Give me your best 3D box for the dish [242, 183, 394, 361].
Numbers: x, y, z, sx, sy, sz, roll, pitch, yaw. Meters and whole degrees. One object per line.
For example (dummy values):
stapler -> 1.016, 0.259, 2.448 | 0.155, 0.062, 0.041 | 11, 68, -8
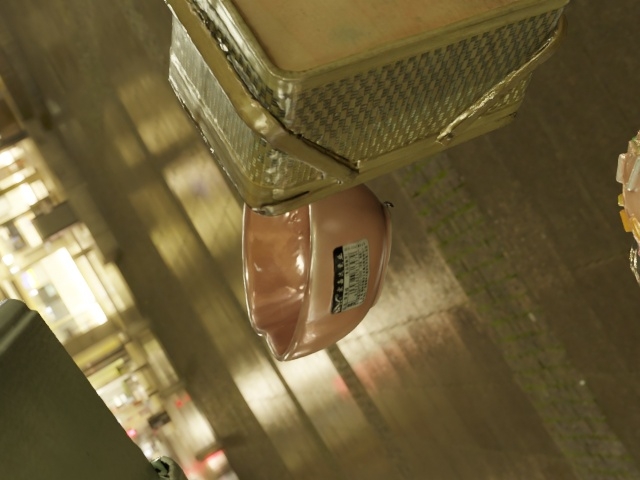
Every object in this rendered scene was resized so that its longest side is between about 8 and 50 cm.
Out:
dish -> 0.000, 0.000, 0.890 | 0.213, 0.091, 0.213 | -179, 90, -71

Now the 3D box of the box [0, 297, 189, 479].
box -> -0.202, 0.157, 0.582 | 0.182, 0.175, 0.312 | 61, -178, -9

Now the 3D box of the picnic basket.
picnic basket -> 0.030, -0.150, 0.713 | 0.165, 0.267, 0.139 | 56, 155, 25

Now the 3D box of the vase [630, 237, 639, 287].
vase -> 0.402, 0.030, 0.997 | 0.183, 0.120, 0.120 | 22, 142, 48

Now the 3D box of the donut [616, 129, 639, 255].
donut -> 0.235, 0.005, 0.545 | 0.166, 0.065, 0.117 | 26, 141, 39
